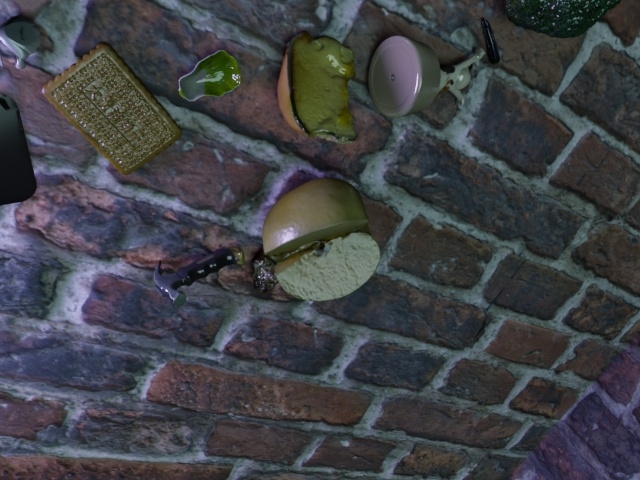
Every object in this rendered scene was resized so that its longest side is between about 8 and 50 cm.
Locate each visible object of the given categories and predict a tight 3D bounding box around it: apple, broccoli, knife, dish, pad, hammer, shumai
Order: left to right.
[{"bbox_3d":[-0.788,-0.139,1.149,0.375,0.063,0.315,-13,125,-25],"label":"pad"},{"bbox_3d":[-0.301,0.073,1.420,0.226,0.158,0.041,-26,131,-28],"label":"hammer"},{"bbox_3d":[-0.238,-0.347,1.207,0.137,0.039,0.091,-26,132,-2],"label":"dish"},{"bbox_3d":[-0.147,0.074,1.496,0.124,0.099,0.087,-45,109,9],"label":"shumai"},{"bbox_3d":[-0.005,-0.018,1.393,0.257,0.233,0.295,-20,135,5],"label":"apple"},{"bbox_3d":[0.408,-0.479,1.370,0.018,0.031,0.121,-28,122,-1],"label":"knife"},{"bbox_3d":[0.536,-0.590,1.228,0.297,0.297,0.298,-9,98,-15],"label":"broccoli"}]

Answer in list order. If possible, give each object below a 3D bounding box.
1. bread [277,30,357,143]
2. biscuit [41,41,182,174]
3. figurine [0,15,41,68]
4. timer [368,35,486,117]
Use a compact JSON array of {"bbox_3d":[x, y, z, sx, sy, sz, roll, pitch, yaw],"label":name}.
[{"bbox_3d":[-0.014,-0.317,1.258,0.174,0.252,0.133,4,164,-24],"label":"bread"},{"bbox_3d":[-0.428,-0.264,1.197,0.172,0.029,0.254,-35,128,4],"label":"biscuit"},{"bbox_3d":[-0.567,-0.368,1.051,0.082,0.086,0.095,-3,82,-36],"label":"figurine"},{"bbox_3d":[0.264,-0.377,1.328,0.265,0.175,0.175,-10,127,-34],"label":"timer"}]
